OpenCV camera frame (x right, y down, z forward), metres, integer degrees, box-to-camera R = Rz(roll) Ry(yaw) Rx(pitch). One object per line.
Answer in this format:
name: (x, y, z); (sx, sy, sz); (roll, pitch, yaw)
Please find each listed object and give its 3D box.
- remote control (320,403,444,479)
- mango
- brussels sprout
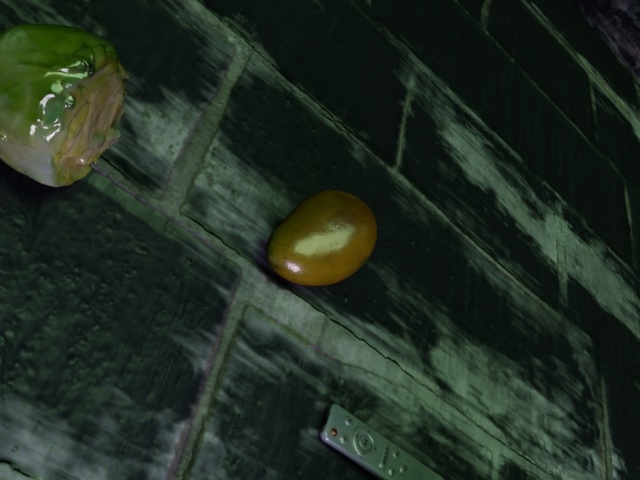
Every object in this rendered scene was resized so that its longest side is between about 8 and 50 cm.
remote control: (0.073, 0.261, 0.829); (0.184, 0.027, 0.050); (38, 42, -16)
mango: (0.005, 0.002, 0.874); (0.111, 0.089, 0.163); (42, 51, -2)
brussels sprout: (-0.260, -0.135, 0.662); (0.122, 0.151, 0.149); (26, 71, 6)
